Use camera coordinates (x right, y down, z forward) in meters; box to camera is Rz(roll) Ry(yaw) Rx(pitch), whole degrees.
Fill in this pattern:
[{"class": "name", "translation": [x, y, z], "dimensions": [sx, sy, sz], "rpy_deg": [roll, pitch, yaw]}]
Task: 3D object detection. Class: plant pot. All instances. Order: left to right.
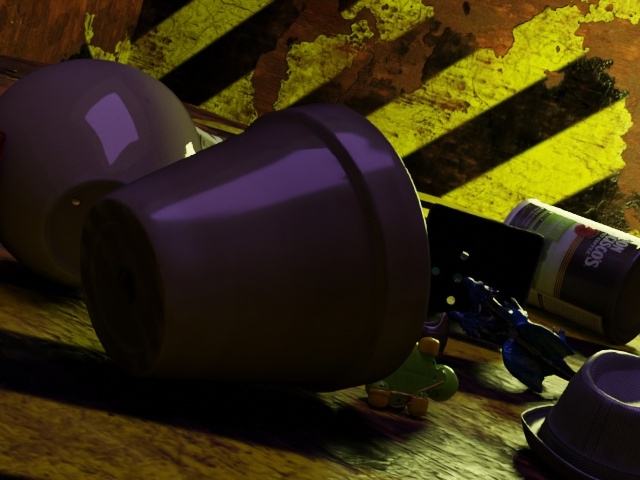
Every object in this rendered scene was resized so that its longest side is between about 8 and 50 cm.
[{"class": "plant pot", "translation": [-0.268, -0.051, 1.446], "dimensions": [0.284, 0.284, 0.191], "rpy_deg": [14, 22, -22]}, {"class": "plant pot", "translation": [-0.090, 0.028, 1.297], "dimensions": [0.280, 0.323, 0.323], "rpy_deg": [-12, 26, -35]}, {"class": "plant pot", "translation": [0.231, 0.060, 1.958], "dimensions": [0.188, 0.187, 0.167], "rpy_deg": [17, -3, -1]}]

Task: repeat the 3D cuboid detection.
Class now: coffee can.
[{"class": "coffee can", "translation": [0.491, 0.056, 2.324], "dimensions": [0.275, 0.201, 0.201], "rpy_deg": [24, 12, 36]}]

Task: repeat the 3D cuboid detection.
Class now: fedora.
[{"class": "fedora", "translation": [0.370, 0.208, 1.423], "dimensions": [0.275, 0.124, 0.244], "rpy_deg": [1, 21, -46]}]

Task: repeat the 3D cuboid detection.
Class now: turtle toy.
[{"class": "turtle toy", "translation": [0.105, 0.159, 1.433], "dimensions": [0.130, 0.095, 0.066], "rpy_deg": [16, -12, -14]}]

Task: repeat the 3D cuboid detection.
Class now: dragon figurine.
[{"class": "dragon figurine", "translation": [0.304, 0.156, 1.725], "dimensions": [0.289, 0.085, 0.144], "rpy_deg": [38, 11, 2]}]

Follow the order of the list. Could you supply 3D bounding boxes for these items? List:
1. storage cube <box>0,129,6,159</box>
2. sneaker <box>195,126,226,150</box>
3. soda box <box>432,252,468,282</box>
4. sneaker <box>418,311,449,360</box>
[{"class": "storage cube", "translation": [-0.504, -0.078, 1.376], "dimensions": [0.215, 0.183, 0.193], "rpy_deg": [8, 13, -44]}, {"class": "sneaker", "translation": [-0.251, -0.170, 2.564], "dimensions": [0.350, 0.131, 0.148], "rpy_deg": [20, 1, -22]}, {"class": "soda box", "translation": [0.191, 0.013, 2.253], "dimensions": [0.210, 0.071, 0.067], "rpy_deg": [29, 7, -39]}, {"class": "sneaker", "translation": [0.089, 0.108, 1.704], "dimensions": [0.188, 0.071, 0.066], "rpy_deg": [17, 10, -4]}]
